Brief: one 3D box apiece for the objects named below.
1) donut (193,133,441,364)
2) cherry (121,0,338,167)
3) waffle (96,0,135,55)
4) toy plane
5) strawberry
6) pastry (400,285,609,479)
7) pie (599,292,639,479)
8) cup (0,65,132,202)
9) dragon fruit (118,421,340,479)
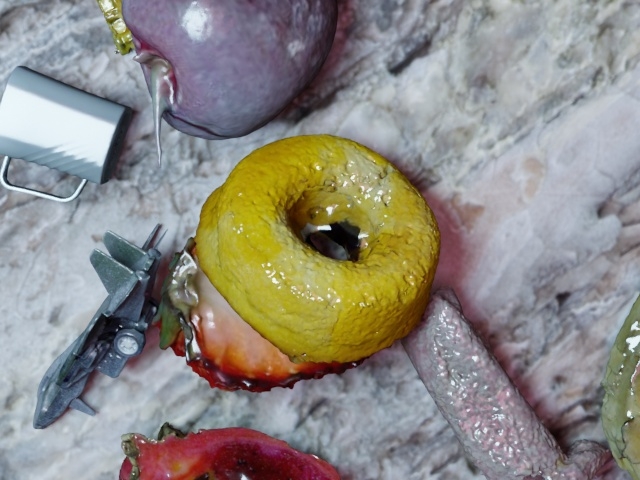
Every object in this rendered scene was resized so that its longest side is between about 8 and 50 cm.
[{"bbox_3d":[0.001,0.002,1.204,0.253,0.118,0.254,7,52,-9],"label":"donut"},{"bbox_3d":[-0.095,-0.211,1.196,0.266,0.183,0.213,-37,135,-29],"label":"cherry"},{"bbox_3d":[-0.221,-0.296,1.269,0.160,0.046,0.192,6,94,-2],"label":"waffle"},{"bbox_3d":[-0.235,0.117,1.261,0.088,0.212,0.267,26,117,-3],"label":"toy plane"},{"bbox_3d":[-0.061,0.086,1.265,0.236,0.111,0.190,16,64,-17],"label":"strawberry"},{"bbox_3d":[0.181,0.175,1.269,0.112,0.103,0.265,-44,90,9],"label":"pastry"},{"bbox_3d":[0.463,0.162,1.273,0.339,0.083,0.340,0,92,-2],"label":"pie"},{"bbox_3d":[-0.280,-0.105,1.257,0.129,0.095,0.128,19,94,-2],"label":"cup"},{"bbox_3d":[-0.132,0.287,1.274,0.262,0.134,0.211,-33,76,-23],"label":"dragon fruit"}]
